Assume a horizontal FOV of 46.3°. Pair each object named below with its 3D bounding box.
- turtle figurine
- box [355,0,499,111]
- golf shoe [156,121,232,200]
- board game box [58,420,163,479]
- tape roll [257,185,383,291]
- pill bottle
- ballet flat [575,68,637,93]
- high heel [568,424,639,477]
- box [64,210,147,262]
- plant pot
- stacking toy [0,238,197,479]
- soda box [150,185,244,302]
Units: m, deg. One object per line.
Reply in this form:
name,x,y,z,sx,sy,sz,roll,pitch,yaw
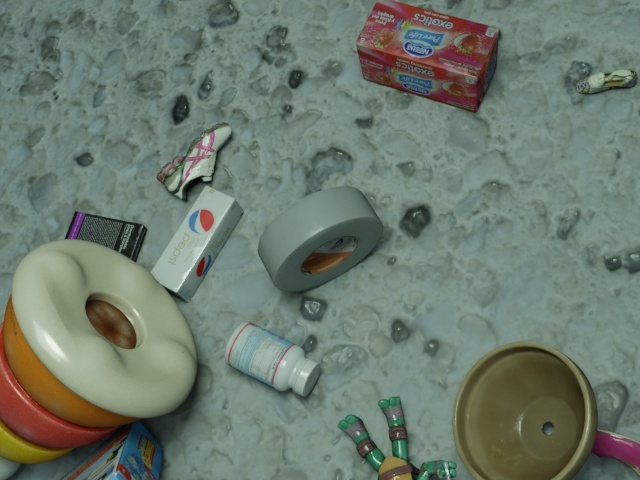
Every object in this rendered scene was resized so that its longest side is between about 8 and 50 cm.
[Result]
turtle figurine,0.121,0.379,1.209,0.175,0.118,0.234,-15,50,-11
box,0.213,-0.368,1.483,0.256,0.128,0.123,21,74,18
golf shoe,-0.243,-0.163,1.534,0.186,0.067,0.086,-45,94,-9
board game box,-0.398,0.447,1.182,0.308,0.302,0.086,-40,97,-6
tape roll,0.000,0.000,1.328,0.219,0.219,0.072,-29,66,-1
pill bottle,-0.084,0.214,1.331,0.160,0.087,0.087,23,75,18
ballet flat,0.553,-0.312,1.443,0.114,0.041,0.041,-7,67,9
high heel,0.495,0.376,1.166,0.244,0.082,0.117,20,83,13
box,-0.443,0.010,1.516,0.162,0.029,0.116,11,72,16
plant pot,0.336,0.288,1.183,0.237,0.109,0.238,-23,54,36
stacking toy,-0.482,0.260,1.298,0.480,0.350,0.351,-42,64,20
soda box,-0.240,0.006,1.455,0.073,0.069,0.216,25,75,19
